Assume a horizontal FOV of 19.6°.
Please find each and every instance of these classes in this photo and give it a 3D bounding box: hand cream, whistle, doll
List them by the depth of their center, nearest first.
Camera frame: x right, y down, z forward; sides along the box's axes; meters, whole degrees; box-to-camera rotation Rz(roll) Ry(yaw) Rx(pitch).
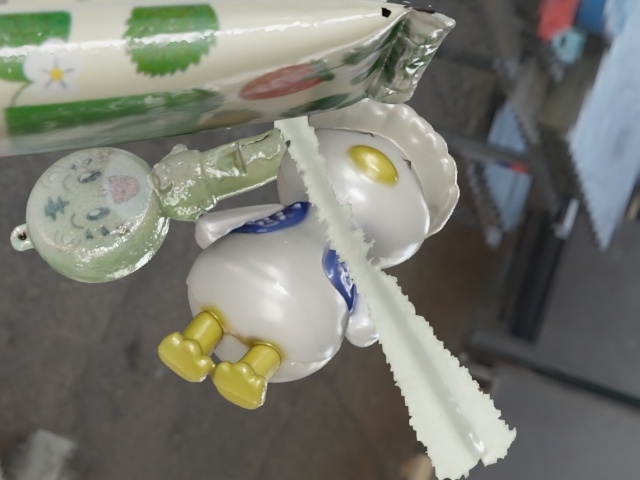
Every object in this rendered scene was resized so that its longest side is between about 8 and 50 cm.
[{"bbox_3d":[-0.104,-0.046,0.515,0.095,0.276,0.059,118,-31,-79],"label":"hand cream"},{"bbox_3d":[0.000,0.000,1.198,0.293,0.138,0.119,-49,164,-46],"label":"doll"},{"bbox_3d":[-0.150,-0.038,1.638,0.067,0.258,0.126,70,1,-60],"label":"whistle"}]

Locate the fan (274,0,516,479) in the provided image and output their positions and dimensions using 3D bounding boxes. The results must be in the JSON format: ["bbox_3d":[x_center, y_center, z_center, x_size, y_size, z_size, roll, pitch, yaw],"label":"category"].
[{"bbox_3d":[-0.030,-0.083,0.784,0.233,0.414,0.012,-27,162,7],"label":"fan"}]
